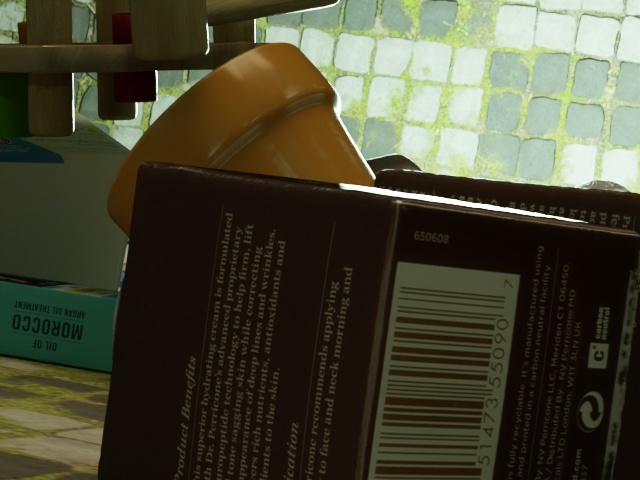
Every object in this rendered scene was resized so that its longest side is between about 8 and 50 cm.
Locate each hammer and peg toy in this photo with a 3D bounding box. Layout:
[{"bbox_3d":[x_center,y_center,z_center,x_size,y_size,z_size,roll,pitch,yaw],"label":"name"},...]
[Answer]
[{"bbox_3d":[-0.160,-0.151,1.586,0.266,0.127,0.361,-6,8,-40],"label":"hammer and peg toy"}]

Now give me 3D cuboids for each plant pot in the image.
[{"bbox_3d":[-0.033,-0.020,1.515,0.188,0.205,0.205,48,14,15],"label":"plant pot"}]

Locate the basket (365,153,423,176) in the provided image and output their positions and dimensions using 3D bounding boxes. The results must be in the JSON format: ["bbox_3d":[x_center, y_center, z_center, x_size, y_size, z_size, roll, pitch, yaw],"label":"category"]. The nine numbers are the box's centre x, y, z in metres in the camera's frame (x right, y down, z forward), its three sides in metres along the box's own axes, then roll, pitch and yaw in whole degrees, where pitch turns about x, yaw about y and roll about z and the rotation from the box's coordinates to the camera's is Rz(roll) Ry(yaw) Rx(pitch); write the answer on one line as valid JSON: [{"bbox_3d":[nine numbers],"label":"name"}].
[{"bbox_3d":[0.000,0.000,1.970,0.226,0.154,0.204,-19,20,-28],"label":"basket"}]

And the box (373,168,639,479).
[{"bbox_3d":[0.171,0.065,1.132,0.143,0.191,0.381,7,2,-29],"label":"box"}]

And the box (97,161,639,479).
[{"bbox_3d":[0.021,0.058,0.935,0.167,0.169,0.203,6,3,-40],"label":"box"}]

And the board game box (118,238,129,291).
[{"bbox_3d":[-0.236,0.031,1.908,0.136,0.035,0.201,8,23,0],"label":"board game box"}]

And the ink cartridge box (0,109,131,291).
[{"bbox_3d":[-0.303,-0.041,1.768,0.171,0.168,0.232,-1,22,-34],"label":"ink cartridge box"}]

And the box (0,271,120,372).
[{"bbox_3d":[-0.195,0.068,1.542,0.244,0.060,0.100,9,1,10],"label":"box"}]

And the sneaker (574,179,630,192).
[{"bbox_3d":[0.224,0.052,1.623,0.210,0.137,0.366,-28,12,-8],"label":"sneaker"}]
